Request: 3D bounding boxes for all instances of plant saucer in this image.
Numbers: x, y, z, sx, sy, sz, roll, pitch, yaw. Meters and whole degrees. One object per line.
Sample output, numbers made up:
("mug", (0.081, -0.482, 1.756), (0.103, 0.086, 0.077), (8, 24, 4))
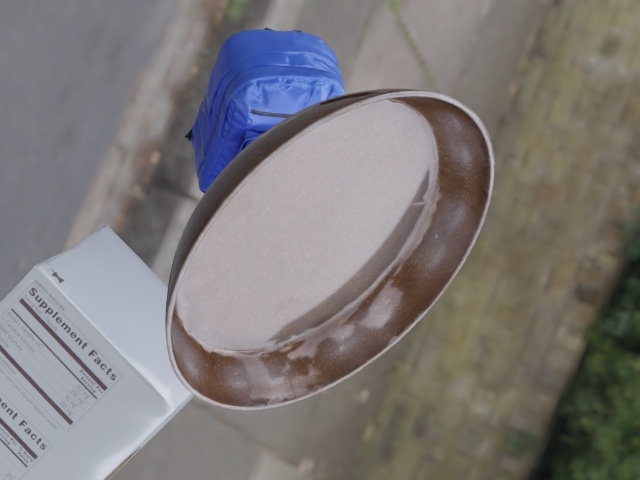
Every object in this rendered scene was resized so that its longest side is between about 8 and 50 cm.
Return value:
("plant saucer", (0.000, 0.000, 0.815), (0.168, 0.029, 0.168), (-26, 141, -24))

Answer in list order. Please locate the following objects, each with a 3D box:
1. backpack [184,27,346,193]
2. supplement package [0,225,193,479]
("backpack", (-0.028, -0.081, 1.328), (0.101, 0.098, 0.120), (-112, -150, -43))
("supplement package", (-0.203, 0.128, 1.332), (0.244, 0.134, 0.139), (-45, 179, 20))
